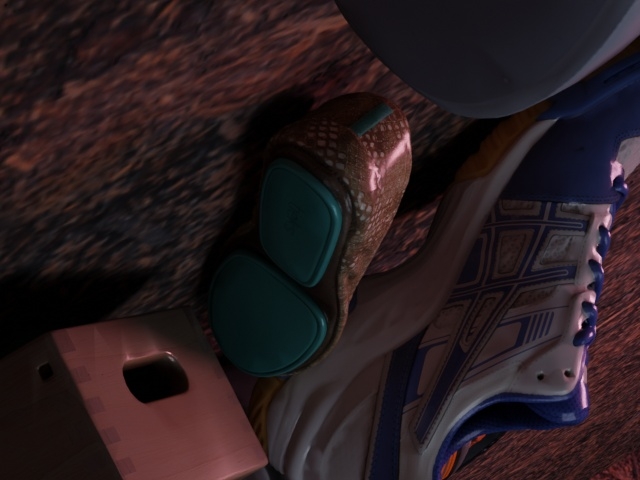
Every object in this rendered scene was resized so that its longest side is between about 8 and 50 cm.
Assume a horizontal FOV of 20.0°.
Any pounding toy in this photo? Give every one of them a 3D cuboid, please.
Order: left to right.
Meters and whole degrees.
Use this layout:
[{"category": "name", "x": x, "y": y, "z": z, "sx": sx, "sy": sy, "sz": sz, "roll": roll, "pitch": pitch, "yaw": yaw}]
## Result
[{"category": "pounding toy", "x": -0.138, "y": 0.109, "z": 0.813, "sx": 0.206, "sy": 0.094, "sz": 0.181, "roll": -30, "pitch": 172, "yaw": 21}]

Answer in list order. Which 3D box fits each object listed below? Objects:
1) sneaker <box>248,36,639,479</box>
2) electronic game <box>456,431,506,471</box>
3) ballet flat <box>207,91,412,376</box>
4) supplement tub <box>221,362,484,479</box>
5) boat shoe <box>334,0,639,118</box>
[{"category": "sneaker", "x": 0.103, "y": 0.031, "z": 0.926, "sx": 0.296, "sy": 0.131, "sz": 0.112, "roll": -47, "pitch": 163, "yaw": -6}, {"category": "electronic game", "x": 0.061, "y": 0.160, "z": 1.428, "sx": 0.229, "sy": 0.048, "sz": 0.229, "roll": -24, "pitch": 158, "yaw": -10}, {"category": "ballet flat", "x": 0.000, "y": 0.000, "z": 0.806, "sx": 0.067, "sy": 0.073, "sz": 0.206, "roll": -43, "pitch": 173, "yaw": -27}, {"category": "supplement tub", "x": 0.006, "y": 0.108, "z": 1.036, "sx": 0.190, "sy": 0.117, "sz": 0.117, "roll": -21, "pitch": 159, "yaw": -41}, {"category": "boat shoe", "x": 0.092, "y": -0.175, "z": 0.388, "sx": 0.156, "sy": 0.136, "sz": 0.367, "roll": -31, "pitch": 154, "yaw": -25}]
